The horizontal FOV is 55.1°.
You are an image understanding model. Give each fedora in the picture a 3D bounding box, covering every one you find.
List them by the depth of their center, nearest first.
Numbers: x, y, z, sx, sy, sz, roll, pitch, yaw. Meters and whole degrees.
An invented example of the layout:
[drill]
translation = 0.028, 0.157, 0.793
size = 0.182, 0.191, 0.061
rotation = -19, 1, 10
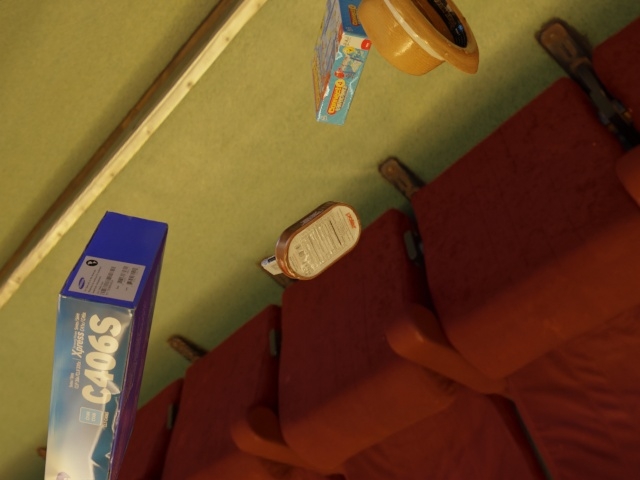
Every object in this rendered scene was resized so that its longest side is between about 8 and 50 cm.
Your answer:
[fedora]
translation = 0.109, -0.264, 0.746
size = 0.194, 0.194, 0.079
rotation = 36, 130, -23

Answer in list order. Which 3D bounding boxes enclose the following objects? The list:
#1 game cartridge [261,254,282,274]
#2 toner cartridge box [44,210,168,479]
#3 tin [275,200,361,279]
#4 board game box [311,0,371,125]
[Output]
[game cartridge]
translation = -0.069, 0.041, 1.228
size = 0.083, 0.017, 0.056
rotation = -24, 144, 16
[toner cartridge box]
translation = -0.252, 0.156, 0.716
size = 0.075, 0.165, 0.347
rotation = 14, 120, -8
[tin]
translation = 0.000, 0.000, 1.163
size = 0.040, 0.190, 0.106
rotation = 15, 135, 52
[board game box]
translation = 0.054, -0.553, 1.790
size = 0.086, 0.308, 0.302
rotation = 6, 139, -13
